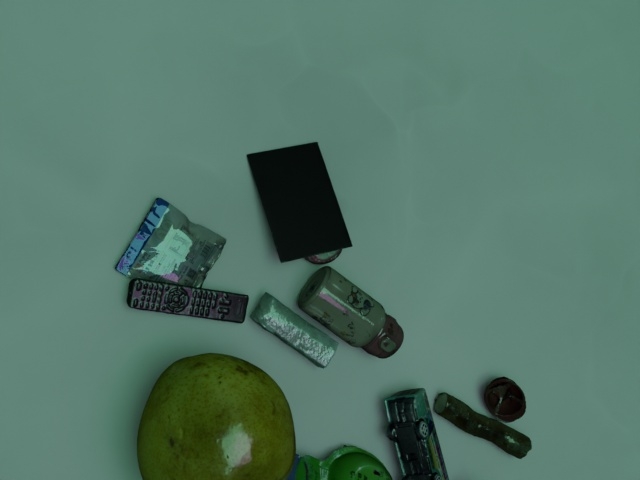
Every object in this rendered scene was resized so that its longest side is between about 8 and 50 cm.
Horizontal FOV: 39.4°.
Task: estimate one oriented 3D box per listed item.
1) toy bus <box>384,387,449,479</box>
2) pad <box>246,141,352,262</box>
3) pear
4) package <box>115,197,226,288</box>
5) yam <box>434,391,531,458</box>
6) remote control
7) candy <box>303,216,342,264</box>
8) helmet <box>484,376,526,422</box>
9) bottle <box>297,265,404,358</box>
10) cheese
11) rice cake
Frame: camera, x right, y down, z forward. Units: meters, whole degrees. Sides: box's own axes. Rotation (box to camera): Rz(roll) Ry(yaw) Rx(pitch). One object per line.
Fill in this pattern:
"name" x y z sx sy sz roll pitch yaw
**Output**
"toy bus" 0.211 0.450 1.910 0.109 0.091 0.262 -18 95 -62
"pad" -0.042 -0.084 1.873 0.170 0.006 0.246 -13 76 -22
"pear" -0.193 0.355 1.657 0.303 0.304 0.304 2 85 -22
"package" -0.295 0.027 1.781 0.173 0.027 0.171 34 77 -17
"yam" 0.362 0.417 2.003 0.252 0.061 0.061 30 75 -17
"remote control" -0.260 0.120 1.770 0.245 0.025 0.063 12 88 -25
"candy" 0.000 0.000 1.895 0.103 0.043 0.103 2 84 -23
"helmet" 0.418 0.351 2.033 0.089 0.057 0.111 -22 106 12
"bottle" 0.072 0.160 1.877 0.233 0.110 0.110 37 73 -15
"cheese" 0.044 0.509 1.826 0.320 0.083 0.204 22 51 -25
"rice cake" -0.050 0.192 1.848 0.206 0.063 0.069 39 75 -15
